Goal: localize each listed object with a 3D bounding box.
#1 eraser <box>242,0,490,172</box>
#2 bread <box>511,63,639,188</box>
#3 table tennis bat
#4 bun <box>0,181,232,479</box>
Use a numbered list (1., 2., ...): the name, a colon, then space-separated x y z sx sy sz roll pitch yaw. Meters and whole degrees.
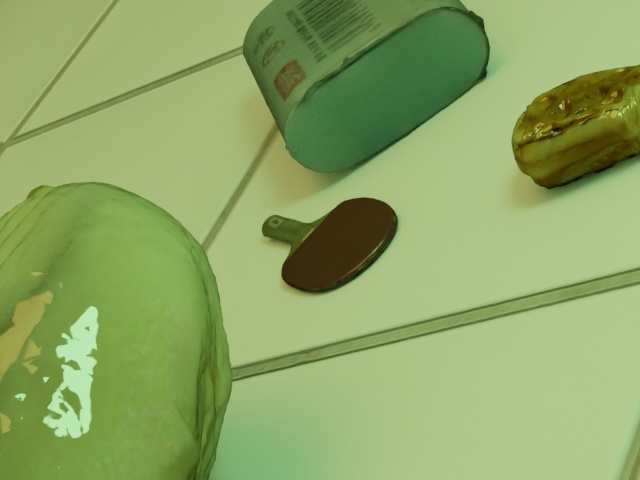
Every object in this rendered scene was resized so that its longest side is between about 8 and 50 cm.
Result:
1. eraser: 0.030 -0.153 1.475 0.174 0.081 0.227 -33 24 4
2. bread: 0.173 -0.076 1.184 0.111 0.044 0.083 -22 25 29
3. table tennis bat: 0.000 0.000 1.332 0.087 0.013 0.156 -48 27 -15
4. bun: -0.171 0.140 1.088 0.361 0.213 0.361 -47 19 22
